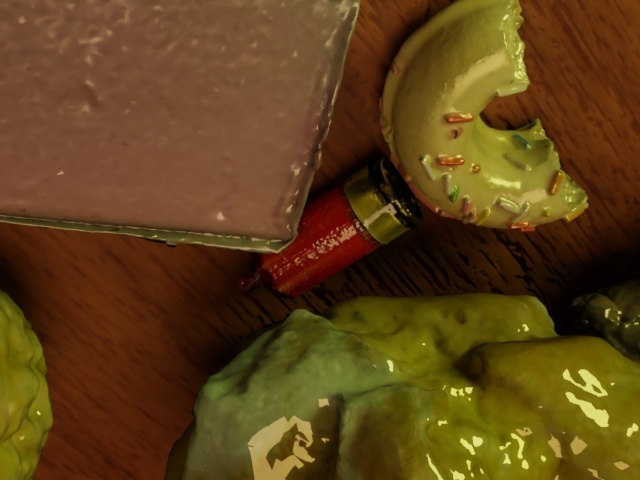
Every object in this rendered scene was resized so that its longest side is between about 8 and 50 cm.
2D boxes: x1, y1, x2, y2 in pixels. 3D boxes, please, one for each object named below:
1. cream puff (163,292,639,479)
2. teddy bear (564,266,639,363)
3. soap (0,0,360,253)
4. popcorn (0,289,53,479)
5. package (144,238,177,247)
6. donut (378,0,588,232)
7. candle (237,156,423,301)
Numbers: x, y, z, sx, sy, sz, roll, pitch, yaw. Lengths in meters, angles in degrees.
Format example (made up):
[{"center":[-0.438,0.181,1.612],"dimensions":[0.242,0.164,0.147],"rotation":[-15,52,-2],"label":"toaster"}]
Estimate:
[{"center":[0.062,0.209,0.802],"dimensions":[0.378,0.275,0.378],"rotation":[11,144,8],"label":"cream puff"},{"center":[0.263,0.055,0.847],"dimensions":[0.190,0.140,0.177],"rotation":[-22,132,19],"label":"teddy bear"},{"center":[-0.125,-0.093,0.695],"dimensions":[0.259,0.081,0.181],"rotation":[6,126,-12],"label":"soap"},{"center":[-0.291,0.109,0.754],"dimensions":[0.259,0.212,0.259],"rotation":[-10,133,-11],"label":"popcorn"},{"center":[-0.138,-0.020,0.791],"dimensions":[0.110,0.015,0.037],"rotation":[12,124,-20],"label":"package"},{"center":[0.093,-0.065,0.761],"dimensions":[0.108,0.065,0.166],"rotation":[-19,128,7],"label":"donut"},{"center":[0.000,0.000,0.808],"dimensions":[0.130,0.052,0.052],"rotation":[-33,126,18],"label":"candle"}]
